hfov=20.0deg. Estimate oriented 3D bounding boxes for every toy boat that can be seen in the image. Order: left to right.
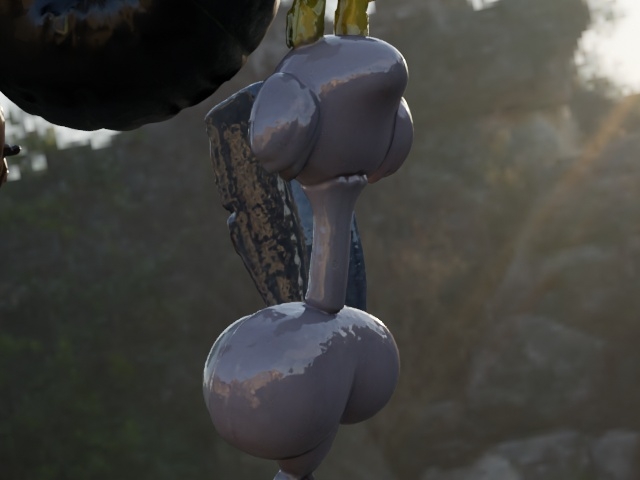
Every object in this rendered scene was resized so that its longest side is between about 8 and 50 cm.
[{"bbox_3d":[-0.026,-0.025,1.788,0.078,0.283,0.127,-9,-12,-39],"label":"toy boat"}]

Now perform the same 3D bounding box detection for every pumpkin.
[{"bbox_3d":[-0.173,-0.239,1.465,0.295,0.296,0.296,-10,-1,0],"label":"pumpkin"}]

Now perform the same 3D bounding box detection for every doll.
[{"bbox_3d":[0.001,0.000,1.209,0.094,0.365,0.160,13,9,35],"label":"doll"}]

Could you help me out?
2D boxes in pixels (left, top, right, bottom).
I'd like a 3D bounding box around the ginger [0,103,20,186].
[{"bbox_3d":[-0.422,-0.080,1.632,0.357,0.152,0.274,-14,-39,-47],"label":"ginger"}]
